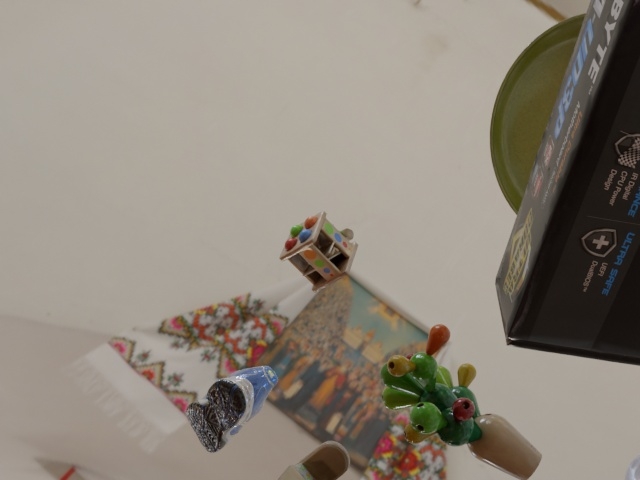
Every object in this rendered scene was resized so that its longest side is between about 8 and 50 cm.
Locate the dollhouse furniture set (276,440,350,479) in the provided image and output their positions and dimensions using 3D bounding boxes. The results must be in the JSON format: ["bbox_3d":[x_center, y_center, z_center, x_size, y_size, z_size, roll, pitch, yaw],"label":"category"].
[{"bbox_3d":[0.051,0.323,0.852,0.161,0.212,0.242,-42,-95,16],"label":"dollhouse furniture set"}]

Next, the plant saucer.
[{"bbox_3d":[0.282,-0.110,0.860,0.241,0.037,0.241,-1,-80,-8],"label":"plant saucer"}]

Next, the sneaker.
[{"bbox_3d":[-0.123,0.234,1.169,0.080,0.081,0.211,58,-37,8],"label":"sneaker"}]

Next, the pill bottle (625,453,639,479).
[{"bbox_3d":[0.358,0.266,0.836,0.065,0.065,0.116,-21,-63,41],"label":"pill bottle"}]

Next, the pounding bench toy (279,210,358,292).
[{"bbox_3d":[0.000,0.000,0.923,0.052,0.083,0.065,-30,-66,35],"label":"pounding bench toy"}]

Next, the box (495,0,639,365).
[{"bbox_3d":[0.188,-0.037,0.359,0.175,0.051,0.220,9,-54,-3],"label":"box"}]

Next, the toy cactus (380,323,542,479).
[{"bbox_3d":[0.145,0.170,0.860,0.180,0.112,0.219,35,-3,8],"label":"toy cactus"}]
